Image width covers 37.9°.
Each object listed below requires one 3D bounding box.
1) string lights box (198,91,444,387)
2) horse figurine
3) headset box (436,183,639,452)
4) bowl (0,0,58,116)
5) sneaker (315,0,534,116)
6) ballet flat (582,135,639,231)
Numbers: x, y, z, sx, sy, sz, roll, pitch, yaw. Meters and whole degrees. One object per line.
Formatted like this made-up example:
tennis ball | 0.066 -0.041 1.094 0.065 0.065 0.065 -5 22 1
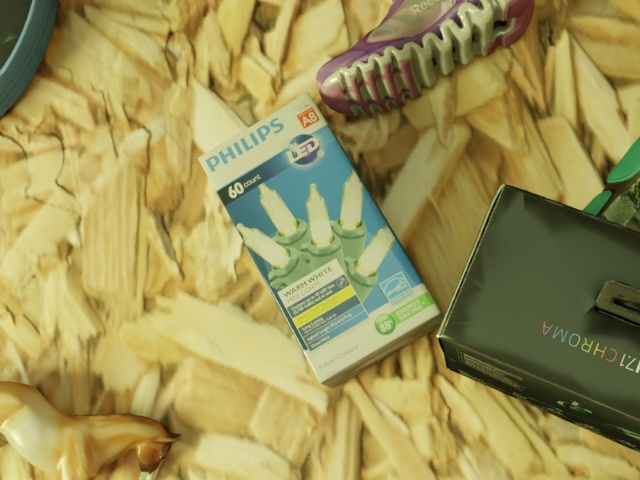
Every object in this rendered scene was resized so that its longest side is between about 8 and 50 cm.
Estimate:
string lights box | 0.000 0.000 0.926 0.133 0.077 0.259 -31 74 3
horse figurine | -0.294 0.212 0.933 0.263 0.066 0.174 26 88 12
headset box | 0.234 0.083 0.761 0.246 0.283 0.131 22 82 15
bowl | -0.486 -0.273 1.070 0.391 0.077 0.391 -2 77 9
sneaker | 0.096 -0.217 0.960 0.236 0.095 0.104 -28 67 -3
ballet flat | 0.300 -0.038 0.900 0.070 0.070 0.188 41 88 16
